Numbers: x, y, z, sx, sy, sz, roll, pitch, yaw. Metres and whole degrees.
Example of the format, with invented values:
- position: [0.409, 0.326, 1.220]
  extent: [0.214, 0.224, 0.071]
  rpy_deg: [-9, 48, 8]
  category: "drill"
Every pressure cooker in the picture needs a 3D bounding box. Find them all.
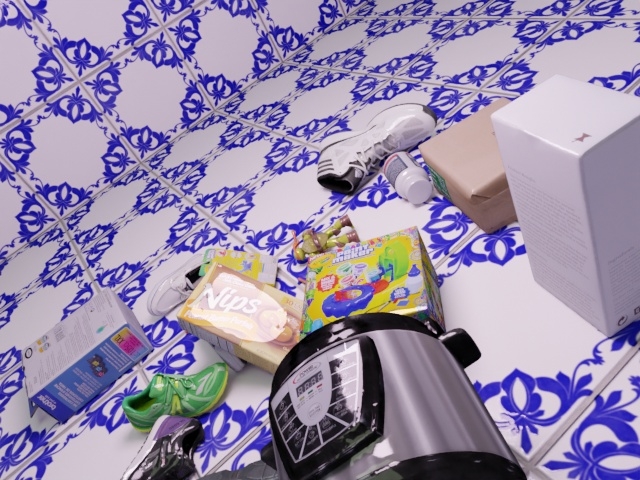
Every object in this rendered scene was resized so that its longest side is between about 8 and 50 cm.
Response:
- position: [0.096, 0.333, 0.915]
  extent: [0.370, 0.375, 0.420]
  rpy_deg: [2, 32, -15]
  category: "pressure cooker"

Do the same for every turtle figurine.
- position: [0.000, 0.000, 1.631]
  extent: [0.218, 0.087, 0.269]
  rpy_deg: [-27, 35, 4]
  category: "turtle figurine"

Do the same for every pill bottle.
- position: [0.269, -0.189, 1.658]
  extent: [0.108, 0.107, 0.180]
  rpy_deg: [-27, 35, 4]
  category: "pill bottle"

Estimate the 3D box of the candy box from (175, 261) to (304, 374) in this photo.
- position: [-0.180, 0.200, 1.382]
  extent: [0.317, 0.087, 0.182]
  rpy_deg: [22, 57, 14]
  category: "candy box"

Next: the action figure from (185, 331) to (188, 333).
- position: [-0.361, 0.244, 1.637]
  extent: [0.115, 0.030, 0.038]
  rpy_deg: [-36, 30, 0]
  category: "action figure"

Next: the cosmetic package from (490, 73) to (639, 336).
- position: [0.500, -0.058, 1.028]
  extent: [0.162, 0.453, 0.230]
  rpy_deg: [-33, 36, -4]
  category: "cosmetic package"

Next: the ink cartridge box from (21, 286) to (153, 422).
- position: [-0.744, 0.358, 1.660]
  extent: [0.396, 0.151, 0.270]
  rpy_deg: [-38, 35, -14]
  category: "ink cartridge box"

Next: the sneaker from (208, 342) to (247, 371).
- position: [-0.245, 0.239, 1.502]
  extent: [0.153, 0.101, 0.269]
  rpy_deg: [-40, 42, -16]
  category: "sneaker"

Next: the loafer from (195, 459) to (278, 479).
- position: [-0.142, 0.513, 1.120]
  extent: [0.268, 0.084, 0.096]
  rpy_deg: [-17, 6, 12]
  category: "loafer"

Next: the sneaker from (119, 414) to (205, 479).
- position: [-0.356, 0.523, 1.224]
  extent: [0.124, 0.107, 0.283]
  rpy_deg: [-5, 42, 22]
  category: "sneaker"

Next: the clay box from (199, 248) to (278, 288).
- position: [-0.243, 0.092, 1.628]
  extent: [0.222, 0.053, 0.127]
  rpy_deg: [7, 40, -3]
  category: "clay box"

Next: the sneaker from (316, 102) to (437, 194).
- position: [0.182, -0.277, 1.819]
  extent: [0.448, 0.169, 0.257]
  rpy_deg: [-17, 45, 30]
  category: "sneaker"

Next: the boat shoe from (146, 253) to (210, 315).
- position: [-0.444, 0.146, 1.767]
  extent: [0.088, 0.096, 0.267]
  rpy_deg: [8, 41, 47]
  category: "boat shoe"

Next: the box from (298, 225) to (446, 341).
- position: [0.126, 0.151, 1.278]
  extent: [0.290, 0.177, 0.279]
  rpy_deg: [-17, 36, 17]
  category: "box"

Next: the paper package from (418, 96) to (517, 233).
- position: [0.480, -0.211, 1.484]
  extent: [0.310, 0.168, 0.324]
  rpy_deg: [-29, 36, 0]
  category: "paper package"

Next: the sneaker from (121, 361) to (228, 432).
- position: [-0.368, 0.390, 1.374]
  extent: [0.296, 0.123, 0.109]
  rpy_deg: [-27, 36, 4]
  category: "sneaker"
